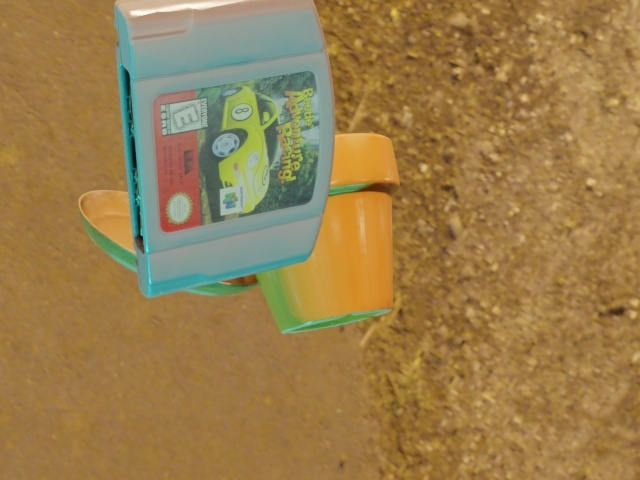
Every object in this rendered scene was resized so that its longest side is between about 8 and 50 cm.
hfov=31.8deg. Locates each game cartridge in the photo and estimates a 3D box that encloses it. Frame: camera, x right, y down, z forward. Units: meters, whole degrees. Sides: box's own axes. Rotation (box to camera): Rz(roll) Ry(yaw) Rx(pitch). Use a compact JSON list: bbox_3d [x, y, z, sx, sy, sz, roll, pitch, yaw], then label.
[{"bbox_3d":[-0.083,-0.092,1.042,0.196,0.060,0.294,-16,125,-24],"label":"game cartridge"}]

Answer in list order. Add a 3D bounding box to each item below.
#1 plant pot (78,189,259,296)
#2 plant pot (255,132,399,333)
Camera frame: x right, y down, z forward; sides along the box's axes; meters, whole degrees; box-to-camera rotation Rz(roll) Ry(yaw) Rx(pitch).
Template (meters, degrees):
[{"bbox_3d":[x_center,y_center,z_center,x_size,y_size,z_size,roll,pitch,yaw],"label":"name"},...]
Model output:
[{"bbox_3d":[-0.176,0.007,1.321,0.236,0.236,0.032,12,109,-42],"label":"plant pot"},{"bbox_3d":[0.000,0.000,1.254,0.205,0.205,0.187,-6,80,-37],"label":"plant pot"}]
